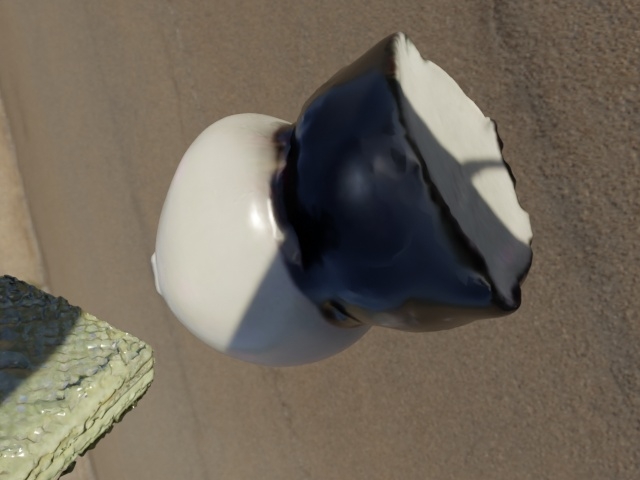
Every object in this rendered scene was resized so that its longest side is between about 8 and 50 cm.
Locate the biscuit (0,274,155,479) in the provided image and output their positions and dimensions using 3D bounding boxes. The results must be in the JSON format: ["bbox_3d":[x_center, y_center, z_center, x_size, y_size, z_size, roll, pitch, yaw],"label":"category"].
[{"bbox_3d":[-0.225,0.111,0.411,0.147,0.250,0.046,23,129,20],"label":"biscuit"}]

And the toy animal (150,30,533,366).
[{"bbox_3d":[0.003,-0.008,0.476,0.235,0.187,0.165,-19,57,34],"label":"toy animal"}]
